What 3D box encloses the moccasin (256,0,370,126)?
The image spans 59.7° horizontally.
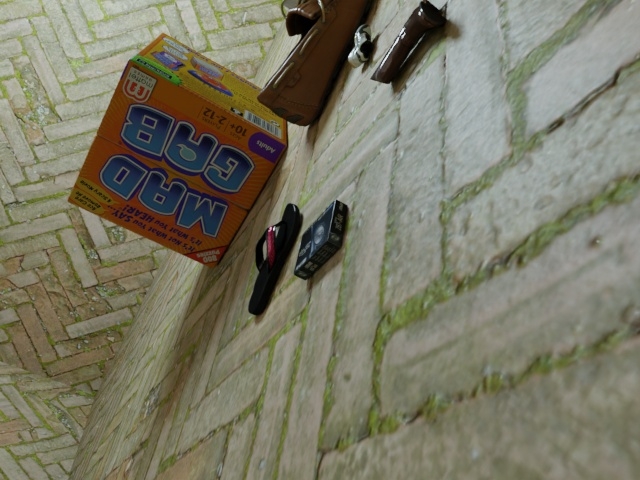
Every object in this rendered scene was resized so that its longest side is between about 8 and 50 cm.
[{"bbox_3d":[-0.011,-0.409,1.068,0.380,0.147,0.139,-65,17,-5],"label":"moccasin"}]

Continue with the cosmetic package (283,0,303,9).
[{"bbox_3d":[0.006,-0.718,1.503,0.238,0.127,0.107,-64,17,-8],"label":"cosmetic package"}]

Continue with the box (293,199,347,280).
[{"bbox_3d":[0.000,0.000,0.664,0.083,0.018,0.067,-45,25,45],"label":"box"}]

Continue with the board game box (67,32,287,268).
[{"bbox_3d":[-0.321,-0.225,1.346,0.356,0.356,0.356,-56,18,23],"label":"board game box"}]

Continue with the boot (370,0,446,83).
[{"bbox_3d":[0.100,-0.230,0.672,0.114,0.037,0.106,-50,8,28],"label":"boot"}]

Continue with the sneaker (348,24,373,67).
[{"bbox_3d":[0.073,-0.317,0.900,0.037,0.032,0.083,-13,56,51],"label":"sneaker"}]

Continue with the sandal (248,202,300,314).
[{"bbox_3d":[-0.075,0.020,0.816,0.067,0.040,0.179,-22,44,65],"label":"sandal"}]
